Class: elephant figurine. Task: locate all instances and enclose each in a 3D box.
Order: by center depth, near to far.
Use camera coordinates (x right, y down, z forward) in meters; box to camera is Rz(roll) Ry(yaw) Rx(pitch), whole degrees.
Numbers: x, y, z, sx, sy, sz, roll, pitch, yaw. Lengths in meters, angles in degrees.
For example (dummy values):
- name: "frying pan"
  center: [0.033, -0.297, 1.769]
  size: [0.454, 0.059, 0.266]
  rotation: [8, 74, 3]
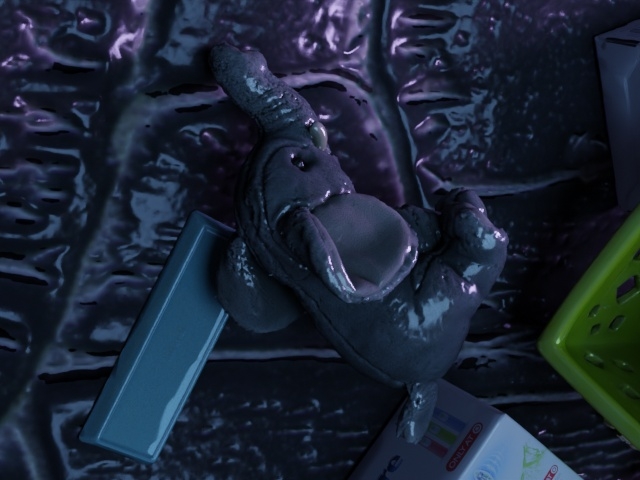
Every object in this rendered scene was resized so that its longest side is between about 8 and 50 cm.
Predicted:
- name: "elephant figurine"
  center: [0.000, 0.000, 0.942]
  size: [0.239, 0.186, 0.169]
  rotation: [23, 114, -28]

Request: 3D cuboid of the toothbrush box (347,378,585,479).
- name: "toothbrush box"
  center: [0.147, 0.280, 1.114]
  size: [0.283, 0.122, 0.206]
  rotation: [41, 81, -30]

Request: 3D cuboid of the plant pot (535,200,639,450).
- name: "plant pot"
  center: [0.360, 0.077, 1.084]
  size: [0.207, 0.228, 0.227]
  rotation: [8, 123, -56]

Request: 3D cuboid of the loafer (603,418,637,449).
- name: "loafer"
  center: [0.313, 0.187, 1.232]
  size: [0.125, 0.045, 0.039]
  rotation: [16, 101, -35]

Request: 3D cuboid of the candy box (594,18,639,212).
- name: "candy box"
  center: [0.349, -0.130, 1.150]
  size: [0.196, 0.070, 0.164]
  rotation: [-24, 114, -23]

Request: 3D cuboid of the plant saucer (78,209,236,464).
- name: "plant saucer"
  center: [-0.109, 0.076, 0.971]
  size: [0.067, 0.018, 0.192]
  rotation: [28, 87, -33]
